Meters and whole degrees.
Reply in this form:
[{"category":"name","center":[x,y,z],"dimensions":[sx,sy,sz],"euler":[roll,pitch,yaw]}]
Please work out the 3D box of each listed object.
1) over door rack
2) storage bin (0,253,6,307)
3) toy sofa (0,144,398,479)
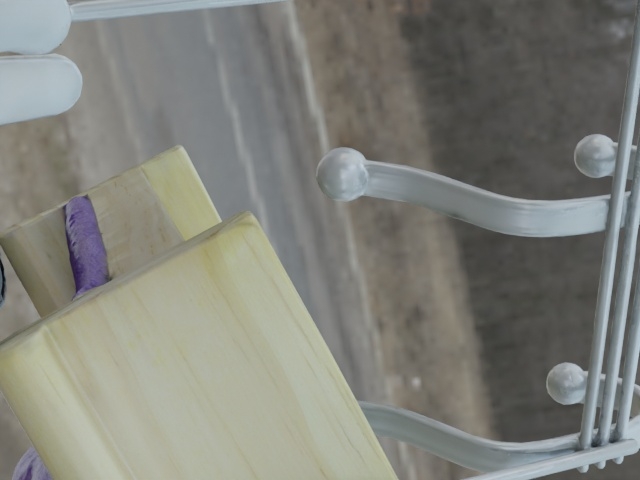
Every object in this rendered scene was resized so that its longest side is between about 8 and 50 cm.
[{"category":"over door rack","center":[0.000,0.000,0.655],"dimensions":[0.108,0.324,0.239],"euler":[31,-52,45]},{"category":"storage bin","center":[-0.249,-0.022,0.982],"dimensions":[0.122,0.084,0.180],"euler":[-70,146,-68]},{"category":"toy sofa","center":[-0.095,0.069,0.854],"dimensions":[0.150,0.177,0.362],"euler":[63,-4,-11]}]
